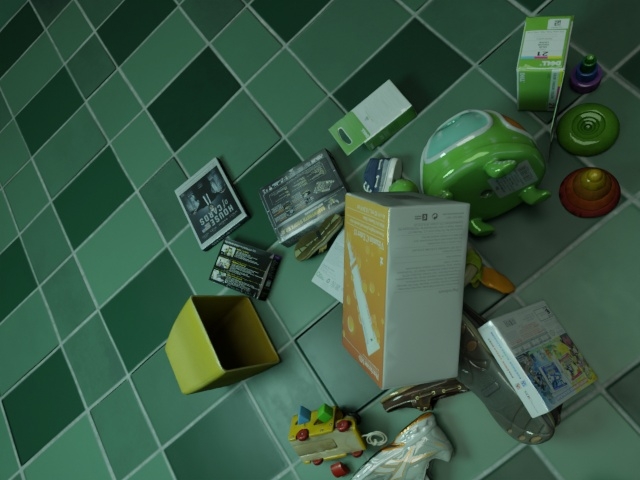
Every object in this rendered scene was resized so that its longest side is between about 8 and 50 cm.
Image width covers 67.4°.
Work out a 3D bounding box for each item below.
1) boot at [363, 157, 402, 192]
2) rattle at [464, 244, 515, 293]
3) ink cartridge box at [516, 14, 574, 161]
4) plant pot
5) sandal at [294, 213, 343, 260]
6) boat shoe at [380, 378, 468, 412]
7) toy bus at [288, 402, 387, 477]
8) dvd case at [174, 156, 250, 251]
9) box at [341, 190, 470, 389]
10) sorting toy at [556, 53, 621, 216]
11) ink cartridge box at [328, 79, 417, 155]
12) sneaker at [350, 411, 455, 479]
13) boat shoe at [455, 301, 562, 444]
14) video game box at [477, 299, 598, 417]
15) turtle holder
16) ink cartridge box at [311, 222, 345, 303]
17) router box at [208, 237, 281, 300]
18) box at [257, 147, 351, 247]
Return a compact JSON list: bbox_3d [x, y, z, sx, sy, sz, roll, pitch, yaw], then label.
[{"bbox_3d":[0.149,-0.125,1.239,0.086,0.069,0.190,7,71,32],"label":"boot"},{"bbox_3d":[0.315,0.117,1.116,0.199,0.143,0.130,-49,28,18],"label":"rattle"},{"bbox_3d":[0.486,-0.331,1.070,0.097,0.189,0.255,10,81,24],"label":"ink cartridge box"},{"bbox_3d":[-0.274,0.282,1.244,0.187,0.212,0.212,-42,64,22],"label":"plant pot"},{"bbox_3d":[0.000,0.000,1.271,0.180,0.049,0.072,-40,40,23],"label":"sandal"},{"bbox_3d":[0.235,0.343,1.072,0.207,0.073,0.073,-30,65,14],"label":"boat shoe"},{"bbox_3d":[0.029,0.440,1.120,0.202,0.104,0.191,22,118,-5],"label":"toy bus"},{"bbox_3d":[-0.332,-0.111,1.458,0.179,0.029,0.238,-36,65,12],"label":"dvd case"},{"bbox_3d":[0.159,0.084,0.968,0.168,0.215,0.345,-4,102,-18],"label":"box"},{"bbox_3d":[0.585,-0.240,1.041,0.127,0.126,0.365,0,77,23],"label":"sorting toy"},{"bbox_3d":[0.138,-0.317,1.287,0.209,0.062,0.109,-37,65,11],"label":"ink cartridge box"},{"bbox_3d":[0.176,0.501,1.048,0.262,0.099,0.121,-43,69,9],"label":"sneaker"},{"bbox_3d":[0.358,0.249,1.016,0.355,0.130,0.132,54,139,17],"label":"boat shoe"},{"bbox_3d":[0.433,0.226,0.954,0.187,0.205,0.048,61,138,25],"label":"video game box"},{"bbox_3d":[0.331,-0.148,1.093,0.320,0.243,0.227,126,144,-47],"label":"turtle holder"},{"bbox_3d":[0.102,0.052,1.176,0.223,0.045,0.224,31,93,50],"label":"ink cartridge box"},{"bbox_3d":[-0.213,0.079,1.348,0.179,0.046,0.133,17,84,26],"label":"router box"},{"bbox_3d":[-0.039,-0.116,1.316,0.231,0.056,0.183,-31,67,14],"label":"box"}]
